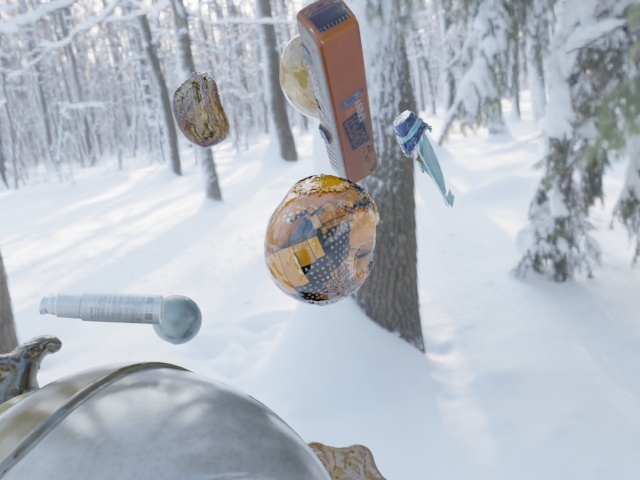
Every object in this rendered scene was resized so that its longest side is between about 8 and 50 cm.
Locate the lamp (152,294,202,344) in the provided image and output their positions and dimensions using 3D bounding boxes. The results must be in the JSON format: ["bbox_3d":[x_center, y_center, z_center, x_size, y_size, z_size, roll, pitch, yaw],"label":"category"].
[{"bbox_3d":[-0.298,0.164,1.341,0.105,0.105,0.105,-9,11,2],"label":"lamp"}]

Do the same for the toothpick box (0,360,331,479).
[{"bbox_3d":[-0.205,0.336,0.682,0.409,0.409,0.425,-17,9,-33],"label":"toothpick box"}]

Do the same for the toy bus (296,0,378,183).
[{"bbox_3d":[0.039,-0.266,1.222,0.093,0.409,0.092,-31,57,-9],"label":"toy bus"}]

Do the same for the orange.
[{"bbox_3d":[0.000,0.000,1.137,0.182,0.234,0.234,23,24,21],"label":"orange"}]

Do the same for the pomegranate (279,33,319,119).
[{"bbox_3d":[0.007,-0.345,1.373,0.196,0.196,0.196,-9,11,2],"label":"pomegranate"}]

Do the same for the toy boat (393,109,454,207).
[{"bbox_3d":[0.301,-0.216,1.755,0.067,0.291,0.220,-27,17,31],"label":"toy boat"}]

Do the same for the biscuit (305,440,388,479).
[{"bbox_3d":[0.001,0.604,1.341,0.385,0.062,0.365,-20,58,-17],"label":"biscuit"}]

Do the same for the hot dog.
[{"bbox_3d":[-0.224,-0.249,1.214,0.099,0.147,0.065,-21,-9,27],"label":"hot dog"}]

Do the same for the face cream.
[{"bbox_3d":[-0.242,0.074,0.716,0.130,0.034,0.034,3,10,-6],"label":"face cream"}]

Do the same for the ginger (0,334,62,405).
[{"bbox_3d":[-0.589,0.318,1.207,0.080,0.333,0.166,-14,-32,35],"label":"ginger"}]
